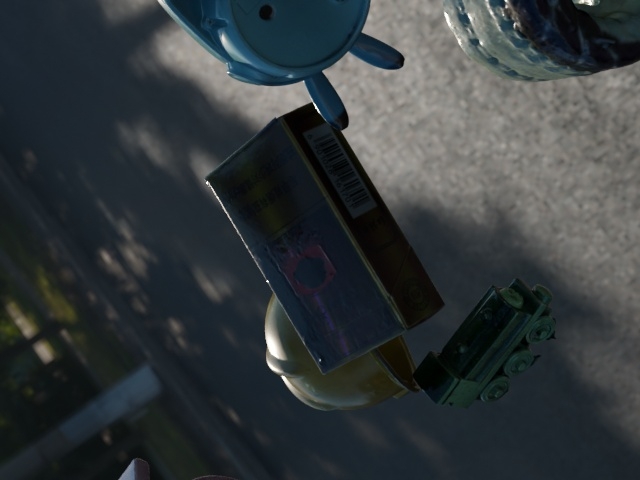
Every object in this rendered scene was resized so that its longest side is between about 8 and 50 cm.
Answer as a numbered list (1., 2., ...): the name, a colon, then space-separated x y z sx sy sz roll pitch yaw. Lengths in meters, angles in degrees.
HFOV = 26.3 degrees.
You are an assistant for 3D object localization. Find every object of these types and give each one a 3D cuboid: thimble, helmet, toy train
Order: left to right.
1. helmet: 0.004 0.107 1.564 0.205 0.140 0.257 52 -171 -27
2. toy train: 0.191 0.117 1.540 0.111 0.170 0.071 13 -151 -45
3. thimble: 0.225 -0.270 1.280 0.150 0.237 0.237 0 125 56

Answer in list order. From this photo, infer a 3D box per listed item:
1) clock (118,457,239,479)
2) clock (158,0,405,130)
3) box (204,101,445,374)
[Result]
1. clock: -0.034 0.328 1.157 0.275 0.080 0.290 19 -154 -35
2. clock: -0.017 -0.132 0.746 0.147 0.108 0.045 48 168 -28
3. box: 0.000 0.000 1.358 0.159 0.071 0.240 -33 87 48
